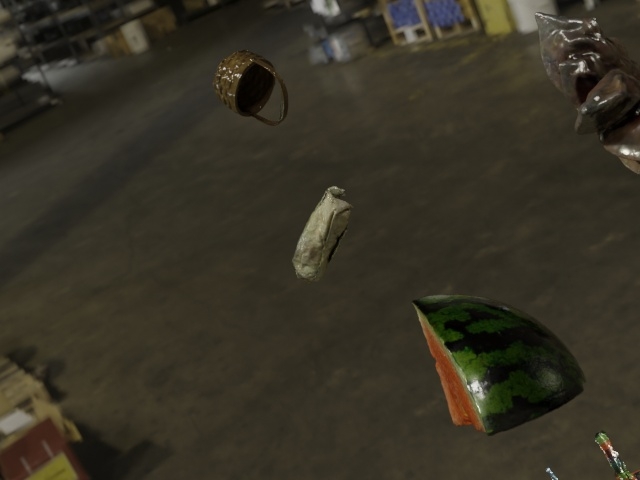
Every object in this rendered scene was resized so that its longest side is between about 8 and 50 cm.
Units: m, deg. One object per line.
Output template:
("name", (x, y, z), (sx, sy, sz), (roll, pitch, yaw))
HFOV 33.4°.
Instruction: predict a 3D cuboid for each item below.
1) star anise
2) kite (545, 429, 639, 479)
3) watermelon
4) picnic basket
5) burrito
("star anise", (0.391, -0.189, 1.407), (0.108, 0.315, 0.315), (-40, 11, 27))
("kite", (0.358, 0.287, 1.238), (0.183, 0.010, 0.160), (-34, 47, 14))
("watermelon", (0.172, 0.120, 1.021), (0.145, 0.193, 0.137), (112, -178, -82))
("picnic basket", (-0.066, -0.160, 1.135), (0.083, 0.072, 0.072), (32, 52, 30))
("burrito", (0.001, -0.001, 1.526), (0.045, 0.058, 0.188), (-25, -27, -40))
